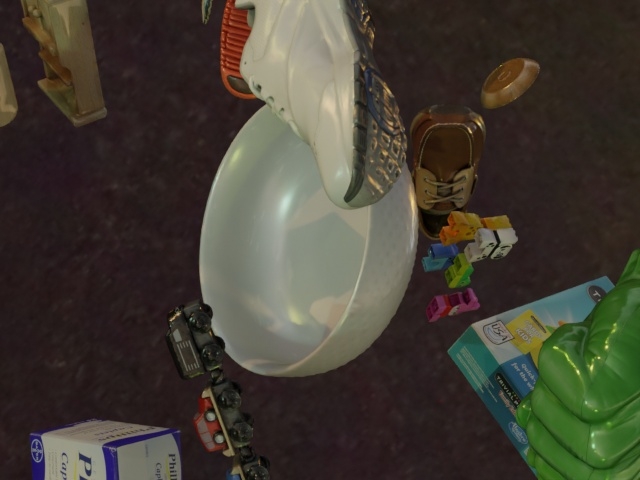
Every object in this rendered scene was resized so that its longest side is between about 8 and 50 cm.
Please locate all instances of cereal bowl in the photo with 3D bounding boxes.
[{"bbox_3d":[0.000,0.000,1.283,0.141,0.339,0.339,13,50,-38],"label":"cereal bowl"}]

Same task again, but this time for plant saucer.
[{"bbox_3d":[0.226,-0.195,1.297,0.015,0.083,0.083,46,36,-27],"label":"plant saucer"}]

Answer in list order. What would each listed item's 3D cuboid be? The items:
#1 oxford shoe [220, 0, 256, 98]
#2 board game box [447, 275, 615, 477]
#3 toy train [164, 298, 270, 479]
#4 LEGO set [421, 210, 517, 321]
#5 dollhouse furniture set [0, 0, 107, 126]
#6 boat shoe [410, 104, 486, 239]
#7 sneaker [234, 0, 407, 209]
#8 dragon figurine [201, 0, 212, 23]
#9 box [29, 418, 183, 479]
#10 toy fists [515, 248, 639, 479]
[{"bbox_3d":[-0.052,-0.293,1.253,0.096,0.098,0.271,18,88,-5],"label":"oxford shoe"},{"bbox_3d":[0.393,0.205,1.615,0.336,0.079,0.254,-15,60,-39],"label":"board game box"},{"bbox_3d":[-0.062,0.113,0.665,0.027,0.036,0.158,-100,171,-78],"label":"toy train"},{"bbox_3d":[0.207,0.016,1.419,0.093,0.227,0.087,-7,63,-17],"label":"LEGO set"},{"bbox_3d":[-0.380,-0.189,1.186,0.242,0.161,0.212,-25,46,-24],"label":"dollhouse furniture set"},{"bbox_3d":[0.205,-0.101,1.730,0.122,0.324,0.120,-1,65,4],"label":"boat shoe"},{"bbox_3d":[-0.004,-0.143,0.986,0.111,0.129,0.297,48,25,-50],"label":"sneaker"},{"bbox_3d":[0.011,-0.309,1.095,0.289,0.085,0.144,-41,61,-20],"label":"dragon figurine"},{"bbox_3d":[-0.186,0.227,0.927,0.072,0.137,0.126,-4,90,-46],"label":"box"},{"bbox_3d":[0.199,0.113,0.725,0.096,0.279,0.142,29,76,23],"label":"toy fists"}]
